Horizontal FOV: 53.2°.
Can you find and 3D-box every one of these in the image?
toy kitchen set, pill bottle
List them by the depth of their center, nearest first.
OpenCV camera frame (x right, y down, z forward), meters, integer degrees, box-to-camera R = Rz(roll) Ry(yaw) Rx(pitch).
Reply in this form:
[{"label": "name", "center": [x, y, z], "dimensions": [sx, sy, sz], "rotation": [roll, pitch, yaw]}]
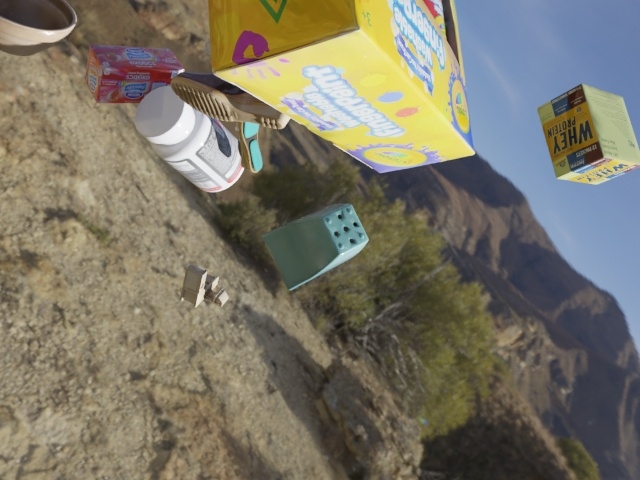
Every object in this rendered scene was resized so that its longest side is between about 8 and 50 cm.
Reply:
[{"label": "toy kitchen set", "center": [-0.197, 0.073, 1.146], "dimensions": [0.068, 0.075, 0.083], "rotation": [23, 32, 8]}, {"label": "pill bottle", "center": [-0.403, -0.314, 2.008], "dimensions": [0.210, 0.210, 0.363], "rotation": [61, 8, 28]}]

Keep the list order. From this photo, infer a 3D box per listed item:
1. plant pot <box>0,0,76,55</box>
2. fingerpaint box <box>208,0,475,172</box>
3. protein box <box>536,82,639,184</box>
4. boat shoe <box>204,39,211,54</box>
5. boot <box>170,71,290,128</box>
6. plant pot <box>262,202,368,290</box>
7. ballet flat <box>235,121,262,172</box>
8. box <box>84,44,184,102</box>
[{"label": "plant pot", "center": [-0.681, -0.492, 1.431], "dimensions": [0.237, 0.109, 0.237], "rotation": [23, 35, -17]}, {"label": "fingerpaint box", "center": [0.050, -0.317, 0.786], "dimensions": [0.445, 0.163, 0.370], "rotation": [17, 67, -63]}, {"label": "protein box", "center": [0.693, -0.267, 1.645], "dimensions": [0.200, 0.136, 0.201], "rotation": [2, 70, -37]}, {"label": "boat shoe", "center": [-0.319, -0.711, 2.339], "dimensions": [0.065, 0.206, 0.075], "rotation": [-63, 145, -84]}, {"label": "boot", "center": [-0.144, -0.333, 1.246], "dimensions": [0.249, 0.206, 0.090], "rotation": [17, -21, 2]}, {"label": "plant pot", "center": [0.000, 0.000, 1.641], "dimensions": [0.234, 0.166, 0.165], "rotation": [-28, -91, 54]}, {"label": "ballet flat", "center": [-0.230, -0.320, 1.967], "dimensions": [0.080, 0.073, 0.232], "rotation": [-35, 132, -47]}, {"label": "box", "center": [-0.561, -0.499, 1.926], "dimensions": [0.257, 0.128, 0.122], "rotation": [-10, 51, -37]}]
